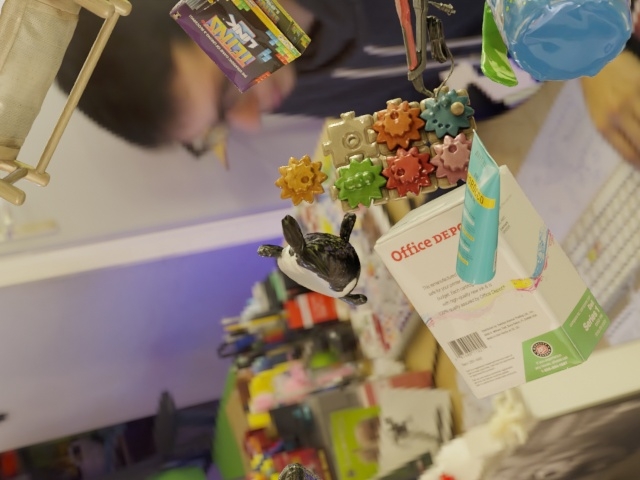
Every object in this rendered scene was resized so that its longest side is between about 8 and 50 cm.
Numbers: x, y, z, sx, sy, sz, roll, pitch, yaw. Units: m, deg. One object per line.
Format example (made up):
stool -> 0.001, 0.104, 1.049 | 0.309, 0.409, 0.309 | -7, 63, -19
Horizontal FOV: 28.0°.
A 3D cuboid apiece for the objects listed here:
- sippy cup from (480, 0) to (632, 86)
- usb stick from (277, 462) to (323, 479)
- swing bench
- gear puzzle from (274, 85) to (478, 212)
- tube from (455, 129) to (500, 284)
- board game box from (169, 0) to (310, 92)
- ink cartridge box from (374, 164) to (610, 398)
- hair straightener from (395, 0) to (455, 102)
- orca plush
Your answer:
sippy cup -> 0.328, -0.349, 1.779 | 0.305, 0.240, 0.224 | 71, -168, -51
usb stick -> 0.018, 0.408, 1.909 | 0.045, 0.278, 0.077 | -4, 59, 31
swing bench -> -0.391, -0.215, 1.470 | 0.253, 0.254, 0.165 | -62, 6, 9
gear puzzle -> 0.085, -0.140, 2.043 | 0.044, 0.338, 0.176 | 52, -155, -67
tube -> 0.202, -0.035, 1.606 | 0.080, 0.052, 0.207 | -121, 21, -43
board game box -> -0.123, -0.325, 1.954 | 0.141, 0.048, 0.170 | -28, 113, 39
ink cartridge box -> 0.240, 0.061, 1.808 | 0.201, 0.117, 0.278 | -27, 101, 43
hair straightener -> 0.158, -0.314, 1.845 | 0.047, 0.089, 0.231 | -149, 46, -71
orca plush -> 0.000, 0.000, 1.611 | 0.151, 0.102, 0.287 | 24, 173, 18
